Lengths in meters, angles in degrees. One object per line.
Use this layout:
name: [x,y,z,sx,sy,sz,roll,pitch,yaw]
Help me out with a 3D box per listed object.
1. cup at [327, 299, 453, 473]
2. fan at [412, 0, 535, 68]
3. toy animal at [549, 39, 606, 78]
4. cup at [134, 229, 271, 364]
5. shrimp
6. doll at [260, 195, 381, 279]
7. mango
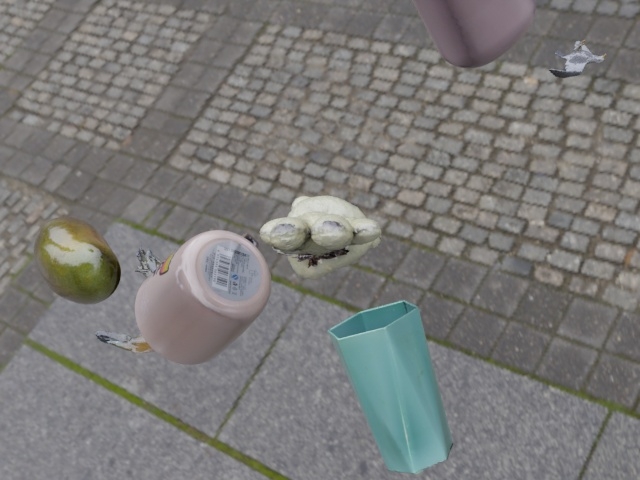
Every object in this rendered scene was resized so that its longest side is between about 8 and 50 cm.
cup: [0.117,0.223,1.372,0.148,0.236,0.134,-28,13,-35]
fan: [0.046,-0.186,0.449,0.130,0.244,0.074,-39,42,-3]
toy animal: [0.277,-0.196,0.956,0.050,0.028,0.084,-10,25,44]
cup: [-0.183,0.075,1.586,0.200,0.191,0.253,-41,9,49]
shrimp: [-0.356,0.115,1.742,0.198,0.051,0.262,-22,52,-23]
doll: [-0.005,0.000,1.461,0.175,0.278,0.149,29,96,9]
mango: [-0.370,0.028,1.361,0.111,0.133,0.267,-23,14,-21]
